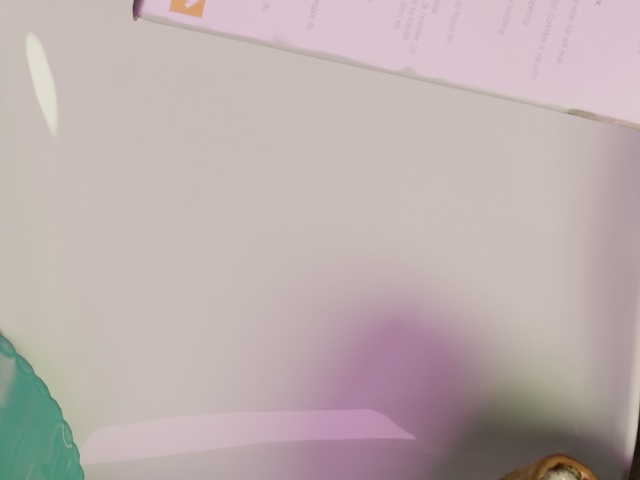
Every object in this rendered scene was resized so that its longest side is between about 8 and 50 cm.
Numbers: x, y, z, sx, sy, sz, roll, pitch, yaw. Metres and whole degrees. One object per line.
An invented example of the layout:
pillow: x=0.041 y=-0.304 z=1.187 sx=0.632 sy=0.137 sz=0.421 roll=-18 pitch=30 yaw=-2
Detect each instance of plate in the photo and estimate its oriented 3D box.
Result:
plate: x=0.000 y=0.000 z=0.801 sx=0.277 sy=0.045 sz=0.278 roll=-1 pitch=125 yaw=-2

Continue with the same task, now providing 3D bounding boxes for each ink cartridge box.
ink cartridge box: x=0.057 y=-0.154 z=0.669 sx=0.208 sy=0.045 sz=0.206 roll=12 pitch=107 yaw=-8

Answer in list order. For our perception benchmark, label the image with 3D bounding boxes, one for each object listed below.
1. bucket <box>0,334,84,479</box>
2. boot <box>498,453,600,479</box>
bucket: x=-0.231 y=0.145 z=0.776 sx=0.281 sy=0.183 sz=0.281 roll=6 pitch=126 yaw=8
boot: x=0.070 y=0.252 z=0.836 sx=0.269 sy=0.089 sz=0.236 roll=-39 pitch=91 yaw=33
